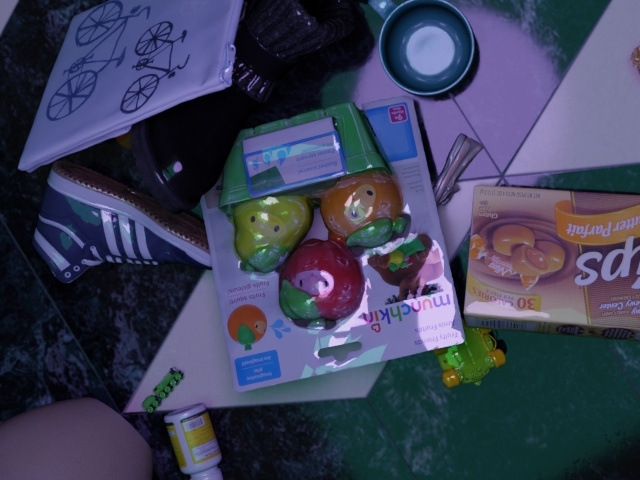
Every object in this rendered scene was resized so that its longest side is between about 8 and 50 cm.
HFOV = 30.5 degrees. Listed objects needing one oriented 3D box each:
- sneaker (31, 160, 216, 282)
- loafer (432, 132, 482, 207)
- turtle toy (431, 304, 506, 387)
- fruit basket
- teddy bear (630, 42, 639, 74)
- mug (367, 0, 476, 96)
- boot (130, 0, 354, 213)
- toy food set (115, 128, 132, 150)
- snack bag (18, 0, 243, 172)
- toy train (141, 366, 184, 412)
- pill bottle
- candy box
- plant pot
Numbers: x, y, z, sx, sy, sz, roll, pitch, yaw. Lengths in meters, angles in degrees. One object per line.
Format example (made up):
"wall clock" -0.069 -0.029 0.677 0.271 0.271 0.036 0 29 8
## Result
"sneaker" -0.282 0.011 1.696 0.282 0.099 0.153 26 105 2
"loafer" 0.184 -0.086 1.635 0.039 0.045 0.125 25 95 0
"turtle toy" 0.194 0.141 1.636 0.095 0.066 0.130 -22 88 -8
"fruit basket" 0.000 0.000 1.588 0.326 0.165 0.353 -13 72 11
"teddy bear" 0.534 -0.242 1.542 0.245 0.113 0.338 -25 82 4
"mug" 0.144 -0.273 1.599 0.129 0.097 0.158 -13 91 11
"boot" -0.097 -0.208 1.518 0.260 0.348 0.131 -22 130 28
"toy food set" -0.252 -0.154 1.672 0.132 0.038 0.192 -25 90 55
"snack bag" -0.230 -0.252 1.550 0.342 0.323 0.037 -19 132 26
"toy train" -0.234 0.221 1.742 0.023 0.017 0.083 43 100 15
"pill bottle" -0.182 0.301 1.714 0.065 0.065 0.116 -17 91 11
"candy box" 0.355 0.033 1.565 0.316 0.087 0.183 4 75 9
"plant pot" -0.348 0.336 1.667 0.284 0.284 0.191 40 64 5
